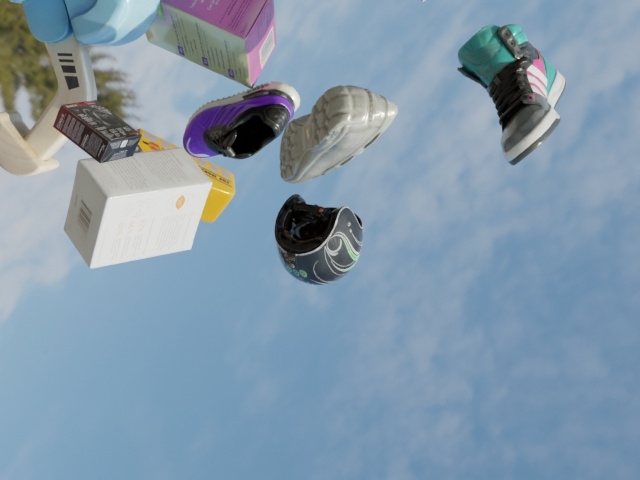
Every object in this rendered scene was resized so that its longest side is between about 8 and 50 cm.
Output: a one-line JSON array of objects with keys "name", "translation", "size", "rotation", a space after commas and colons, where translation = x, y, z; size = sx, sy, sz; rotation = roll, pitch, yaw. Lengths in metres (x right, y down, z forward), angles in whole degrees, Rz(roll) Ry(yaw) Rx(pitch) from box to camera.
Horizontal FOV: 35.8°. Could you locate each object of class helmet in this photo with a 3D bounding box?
[{"name": "helmet", "translation": [0.000, 0.000, 1.835], "size": [0.169, 0.161, 0.169], "rotation": [-9, -118, 18]}]

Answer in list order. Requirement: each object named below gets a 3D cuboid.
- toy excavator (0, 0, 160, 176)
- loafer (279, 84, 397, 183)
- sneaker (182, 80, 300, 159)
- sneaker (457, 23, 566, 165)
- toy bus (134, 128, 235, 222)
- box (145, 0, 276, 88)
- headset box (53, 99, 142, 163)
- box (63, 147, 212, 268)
[{"name": "toy excavator", "translation": [-0.426, -0.369, 1.726], "size": [0.433, 0.445, 0.222], "rotation": [-15, -175, 14]}, {"name": "loafer", "translation": [0.017, -0.156, 1.562], "size": [0.319, 0.111, 0.112], "rotation": [156, -66, -67]}, {"name": "sneaker", "translation": [-0.183, -0.217, 2.012], "size": [0.293, 0.102, 0.146], "rotation": [-21, -142, 34]}, {"name": "sneaker", "translation": [0.295, -0.250, 1.577], "size": [0.124, 0.178, 0.295], "rotation": [-41, -169, 33]}, {"name": "toy bus", "translation": [-0.367, -0.160, 2.340], "size": [0.108, 0.332, 0.130], "rotation": [-49, -149, 29]}, {"name": "box", "translation": [-0.218, -0.431, 1.914], "size": [0.213, 0.243, 0.117], "rotation": [91, 25, -74]}, {"name": "headset box", "translation": [-0.255, -0.126, 1.122], "size": [0.032, 0.083, 0.062], "rotation": [-61, 165, 24]}, {"name": "box", "translation": [-0.260, -0.049, 1.411], "size": [0.091, 0.170, 0.130], "rotation": [48, -49, 32]}]
